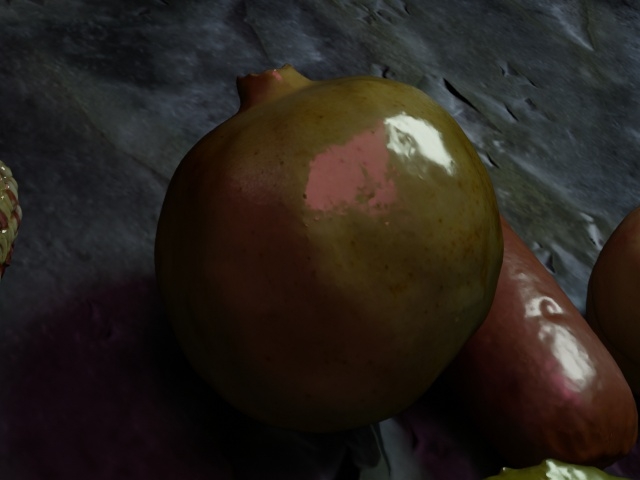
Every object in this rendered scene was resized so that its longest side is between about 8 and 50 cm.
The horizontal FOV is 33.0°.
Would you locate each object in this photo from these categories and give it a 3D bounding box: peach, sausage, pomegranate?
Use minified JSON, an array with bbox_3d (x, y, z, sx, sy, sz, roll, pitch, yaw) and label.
[{"bbox_3d":[0.297,0.045,0.845,0.184,0.184,0.184,16,37,-12],"label":"peach"},{"bbox_3d":[0.128,0.063,0.778,0.113,0.114,0.259,1,41,-30],"label":"sausage"},{"bbox_3d":[0.004,0.006,0.685,0.233,0.233,0.233,16,37,-12],"label":"pomegranate"}]

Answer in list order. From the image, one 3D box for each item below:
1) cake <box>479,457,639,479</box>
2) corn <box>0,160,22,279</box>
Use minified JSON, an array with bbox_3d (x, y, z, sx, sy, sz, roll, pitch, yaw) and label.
[{"bbox_3d":[0.154,0.222,0.533,0.260,0.179,0.156,17,37,-17],"label":"cake"},{"bbox_3d":[-0.240,0.037,0.606,0.098,0.098,0.290,20,32,-7],"label":"corn"}]
